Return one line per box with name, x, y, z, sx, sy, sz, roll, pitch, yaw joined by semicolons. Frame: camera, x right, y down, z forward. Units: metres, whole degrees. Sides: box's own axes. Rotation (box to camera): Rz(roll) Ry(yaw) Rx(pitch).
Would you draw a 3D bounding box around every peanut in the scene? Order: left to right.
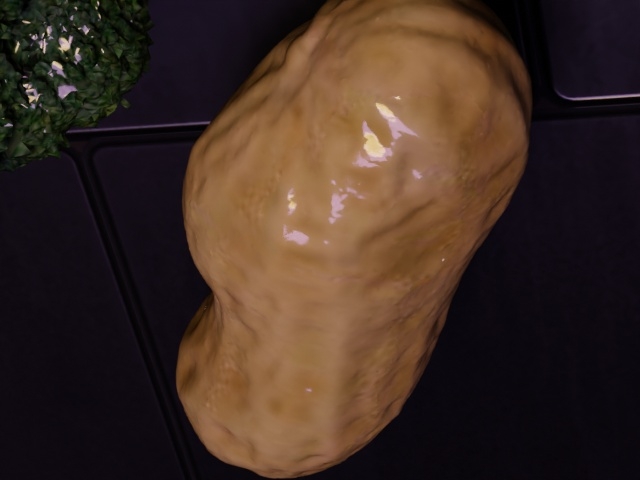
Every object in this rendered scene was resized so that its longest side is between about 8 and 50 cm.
peanut;0.000;0.000;0.906;0.148;0.147;0.319;21;135;-2

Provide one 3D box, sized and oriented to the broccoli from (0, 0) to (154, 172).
broccoli;-0.228;-0.120;0.812;0.308;0.275;0.307;0;85;1
